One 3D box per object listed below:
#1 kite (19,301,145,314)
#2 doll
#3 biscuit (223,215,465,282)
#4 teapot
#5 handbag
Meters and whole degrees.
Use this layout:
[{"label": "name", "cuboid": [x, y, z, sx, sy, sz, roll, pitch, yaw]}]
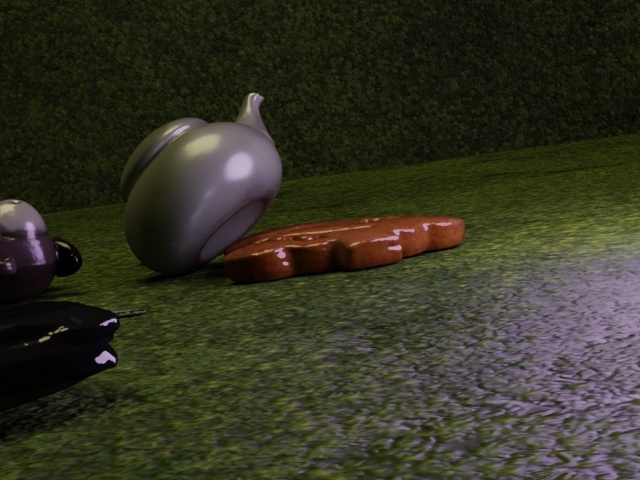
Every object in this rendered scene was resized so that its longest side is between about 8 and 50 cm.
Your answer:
[{"label": "kite", "cuboid": [-0.290, 0.081, 1.182, 0.250, 0.012, 0.229, -7, 9, -1]}, {"label": "doll", "cuboid": [-0.380, 0.011, 1.467, 0.182, 0.117, 0.257, -4, 2, -16]}, {"label": "biscuit", "cuboid": [0.000, 0.000, 1.440, 0.284, 0.043, 0.306, -10, 6, -22]}, {"label": "teapot", "cuboid": [-0.173, -0.033, 1.506, 0.220, 0.149, 0.318, -27, -18, -52]}, {"label": "handbag", "cuboid": [-0.297, 0.092, 0.768, 0.332, 0.075, 0.191, -14, 8, -39]}]
